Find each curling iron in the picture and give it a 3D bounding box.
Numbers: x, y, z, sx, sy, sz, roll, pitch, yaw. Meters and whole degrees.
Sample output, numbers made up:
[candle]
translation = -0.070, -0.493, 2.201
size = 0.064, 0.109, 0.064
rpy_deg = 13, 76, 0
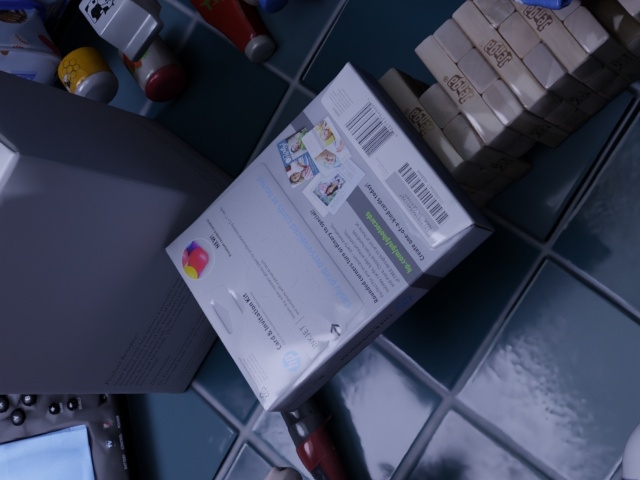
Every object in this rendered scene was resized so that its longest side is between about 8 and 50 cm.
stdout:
[curling iron]
translation = 0.006, 0.139, 0.833
size = 0.068, 0.035, 0.274
rpy_deg = -43, 66, 23

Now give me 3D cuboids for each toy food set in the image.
[toy food set]
translation = -0.103, -0.173, 0.896
size = 0.232, 0.111, 0.104
rpy_deg = -48, 64, 23

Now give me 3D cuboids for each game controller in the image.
[game controller]
translation = -0.218, 0.247, 0.925
size = 0.167, 0.067, 0.319
rpy_deg = -16, 76, 18

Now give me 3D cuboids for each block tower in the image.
[block tower]
translation = 0.104, -0.090, 0.772
size = 0.335, 0.097, 0.091
rpy_deg = -42, 64, 21

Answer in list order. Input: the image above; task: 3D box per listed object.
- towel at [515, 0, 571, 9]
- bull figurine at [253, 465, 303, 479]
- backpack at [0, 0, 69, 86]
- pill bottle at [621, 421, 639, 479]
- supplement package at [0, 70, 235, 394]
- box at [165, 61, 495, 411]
[towel]
translation = 0.103, -0.296, 0.770
size = 0.336, 0.040, 0.243
rpy_deg = 30, 90, 46
[bull figurine]
translation = 0.038, 0.286, 0.735
size = 0.188, 0.101, 0.310
rpy_deg = -2, 102, 30
[backpack]
translation = -0.355, -0.175, 0.971
size = 0.263, 0.277, 0.213
rpy_deg = -35, 63, 49
[pill bottle]
translation = 0.251, 0.176, 0.607
size = 0.169, 0.169, 0.301
rpy_deg = -9, 79, 30
[supplement package]
translation = -0.201, -0.007, 0.826
size = 0.175, 0.293, 0.177
rpy_deg = 37, 102, 29
[box]
translation = 0.000, 0.000, 0.745
size = 0.186, 0.038, 0.145
rpy_deg = -44, 63, 17
